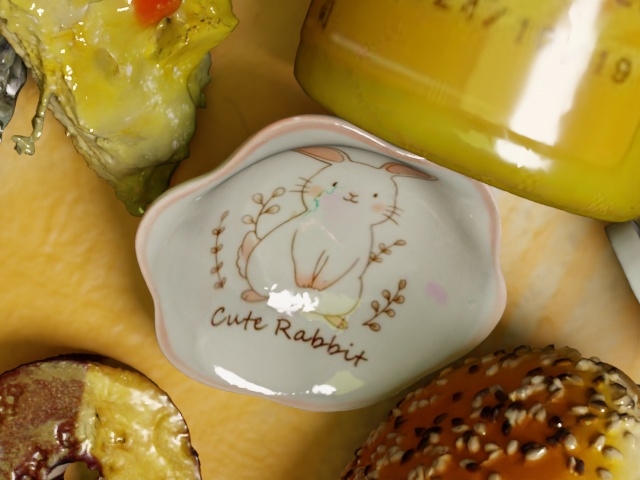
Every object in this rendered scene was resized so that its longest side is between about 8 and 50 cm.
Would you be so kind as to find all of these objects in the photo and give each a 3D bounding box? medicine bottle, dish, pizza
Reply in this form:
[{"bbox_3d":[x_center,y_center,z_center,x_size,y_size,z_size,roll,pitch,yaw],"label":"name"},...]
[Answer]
[{"bbox_3d":[0.149,-0.222,0.893,0.224,0.224,0.384,21,102,-4],"label":"medicine bottle"},{"bbox_3d":[0.000,0.000,0.992,0.229,0.081,0.229,-2,130,-2],"label":"dish"},{"bbox_3d":[-0.096,-0.143,0.953,0.280,0.075,0.287,-30,131,-34],"label":"pizza"}]

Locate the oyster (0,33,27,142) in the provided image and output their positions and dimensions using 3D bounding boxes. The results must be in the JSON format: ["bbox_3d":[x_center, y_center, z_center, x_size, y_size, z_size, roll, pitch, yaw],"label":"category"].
[{"bbox_3d":[-0.244,-0.156,0.962,0.158,0.162,0.351,27,92,28],"label":"oyster"}]

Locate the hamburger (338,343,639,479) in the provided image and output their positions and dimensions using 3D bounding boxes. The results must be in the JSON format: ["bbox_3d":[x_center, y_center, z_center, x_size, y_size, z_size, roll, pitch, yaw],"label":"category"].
[{"bbox_3d":[0.105,0.192,0.951,0.300,0.300,0.176,-45,113,8],"label":"hamburger"}]

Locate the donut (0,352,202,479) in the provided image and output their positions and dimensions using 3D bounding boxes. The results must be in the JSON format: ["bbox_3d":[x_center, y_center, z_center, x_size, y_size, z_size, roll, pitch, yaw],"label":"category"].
[{"bbox_3d":[-0.158,0.158,1.048,0.166,0.073,0.184,8,100,-1],"label":"donut"}]

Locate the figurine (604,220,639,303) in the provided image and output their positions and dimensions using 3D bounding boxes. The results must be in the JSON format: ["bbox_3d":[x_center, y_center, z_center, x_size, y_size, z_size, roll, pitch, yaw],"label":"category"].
[{"bbox_3d":[0.297,-0.018,0.984,0.236,0.133,0.176,-25,81,11],"label":"figurine"}]
